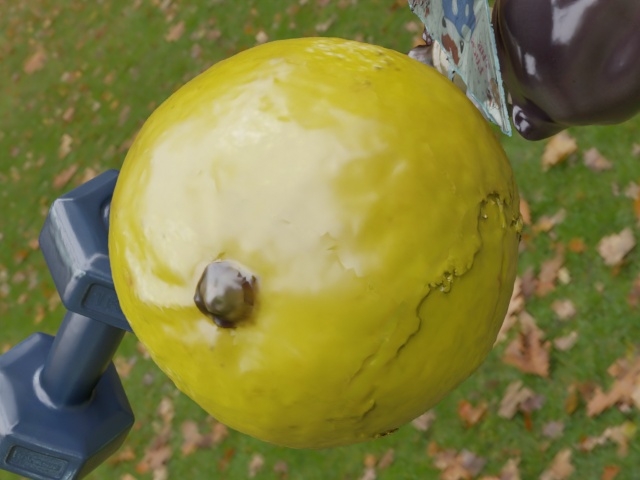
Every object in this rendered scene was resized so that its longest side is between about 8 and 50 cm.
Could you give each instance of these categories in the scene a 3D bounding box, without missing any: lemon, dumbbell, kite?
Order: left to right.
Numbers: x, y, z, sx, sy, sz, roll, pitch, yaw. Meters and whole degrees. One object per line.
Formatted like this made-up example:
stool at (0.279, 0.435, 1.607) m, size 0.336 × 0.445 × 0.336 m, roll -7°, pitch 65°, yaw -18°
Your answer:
dumbbell at (-0.214, 0.089, 1.237) m, size 0.316 × 0.143 × 0.156 m, roll -58°, pitch 47°, yaw 39°
lemon at (0.001, 0.000, 0.920) m, size 0.297 × 0.297 × 0.297 m, roll -38°, pitch 28°, yaw 25°
kite at (0.132, -0.199, 1.328) m, size 0.011 × 0.314 × 0.335 m, roll -6°, pitch 34°, yaw -11°

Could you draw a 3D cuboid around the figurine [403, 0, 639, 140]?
figurine at (0.244, -0.202, 1.471) m, size 0.218 × 0.206 × 0.365 m, roll -41°, pitch 7°, yaw -24°
